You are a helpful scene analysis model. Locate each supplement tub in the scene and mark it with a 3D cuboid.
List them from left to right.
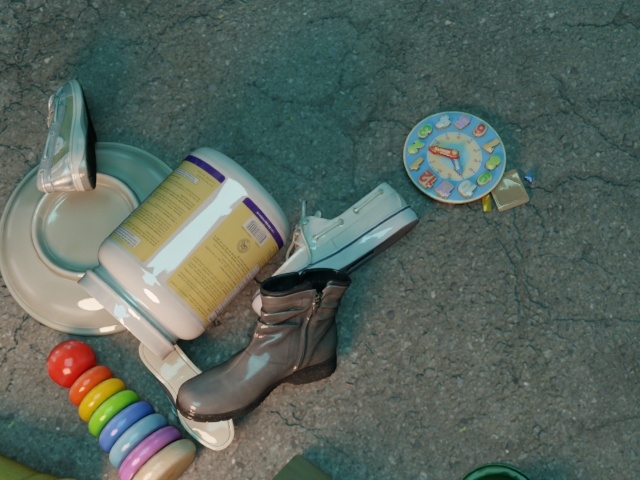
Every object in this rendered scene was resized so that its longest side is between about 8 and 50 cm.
[{"bbox_3d":[-0.240,0.023,1.554,0.241,0.241,0.331,41,78,11],"label":"supplement tub"}]

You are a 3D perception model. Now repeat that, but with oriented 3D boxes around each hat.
[{"bbox_3d":[0.326,0.464,1.503,0.173,0.183,0.208,43,79,12],"label":"hat"}]

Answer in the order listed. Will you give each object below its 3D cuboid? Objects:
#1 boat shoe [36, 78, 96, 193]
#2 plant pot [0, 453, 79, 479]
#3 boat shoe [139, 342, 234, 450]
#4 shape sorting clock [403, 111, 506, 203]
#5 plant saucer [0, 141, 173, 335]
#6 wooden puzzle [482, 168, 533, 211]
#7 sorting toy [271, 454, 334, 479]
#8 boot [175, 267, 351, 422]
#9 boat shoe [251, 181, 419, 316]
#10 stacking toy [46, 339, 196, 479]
[{"bbox_3d":[-0.493,-0.204,1.686,0.103,0.118,0.320,-11,46,-7],"label":"boat shoe"},{"bbox_3d":[-0.586,0.468,1.493,0.253,0.276,0.276,27,76,20],"label":"plant pot"},{"bbox_3d":[-0.244,0.281,1.618,0.095,0.079,0.254,-43,76,-9],"label":"boat shoe"},{"bbox_3d":[0.269,-0.170,1.754,0.206,0.040,0.206,-1,71,4],"label":"shape sorting clock"},{"bbox_3d":[-0.442,-0.019,1.696,0.400,0.100,0.401,0,74,0],"label":"plant saucer"},{"bbox_3d":[0.375,-0.100,1.754,0.116,0.014,0.079,-13,79,-3],"label":"wooden puzzle"},{"bbox_3d":[-0.004,0.515,1.466,0.257,0.255,0.089,34,110,12],"label":"sorting toy"},{"bbox_3d":[-0.104,0.167,1.526,0.338,0.223,0.118,-21,40,-35],"label":"boot"},{"bbox_3d":[0.002,-0.004,1.668,0.367,0.136,0.156,-33,77,-11],"label":"boat shoe"},{"bbox_3d":[-0.378,0.307,1.591,0.141,0.141,0.330,-42,73,-10],"label":"stacking toy"}]
